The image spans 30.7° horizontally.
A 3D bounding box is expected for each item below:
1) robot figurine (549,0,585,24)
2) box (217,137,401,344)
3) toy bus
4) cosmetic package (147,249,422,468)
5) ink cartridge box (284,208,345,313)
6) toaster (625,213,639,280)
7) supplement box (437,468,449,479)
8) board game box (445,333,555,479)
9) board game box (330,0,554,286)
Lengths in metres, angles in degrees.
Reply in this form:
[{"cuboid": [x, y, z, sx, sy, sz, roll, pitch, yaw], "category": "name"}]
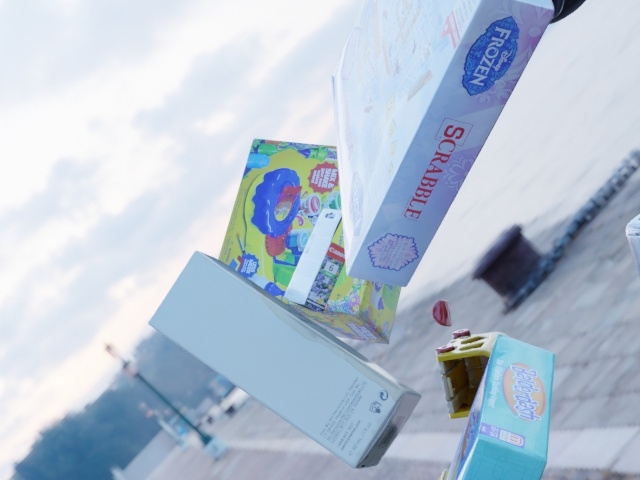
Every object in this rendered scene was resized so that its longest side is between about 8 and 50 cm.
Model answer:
[{"cuboid": [0.248, -0.360, 1.370, 0.173, 0.209, 0.278, -39, 17, 30], "category": "robot figurine"}, {"cuboid": [0.000, 0.000, 2.004, 0.177, 0.279, 0.290, 47, -126, -61], "category": "box"}, {"cuboid": [0.234, 0.179, 1.639, 0.104, 0.191, 0.202, -11, 50, 21], "category": "toy bus"}, {"cuboid": [-0.040, 0.147, 1.429, 0.113, 0.309, 0.160, -56, -15, -1], "category": "cosmetic package"}, {"cuboid": [0.003, 0.022, 1.322, 0.115, 0.029, 0.063, -66, 23, -6], "category": "ink cartridge box"}, {"cuboid": [0.651, 0.010, 2.076, 0.129, 0.147, 0.227, -32, 14, -23], "category": "toaster"}, {"cuboid": [0.328, 0.568, 1.974, 0.194, 0.356, 0.195, 112, 178, -47], "category": "supplement box"}, {"cuboid": [0.103, 0.190, 0.793, 0.160, 0.047, 0.210, -55, -18, -67], "category": "board game box"}, {"cuboid": [0.096, -0.178, 1.092, 0.319, 0.065, 0.318, -93, 21, -46], "category": "board game box"}]
